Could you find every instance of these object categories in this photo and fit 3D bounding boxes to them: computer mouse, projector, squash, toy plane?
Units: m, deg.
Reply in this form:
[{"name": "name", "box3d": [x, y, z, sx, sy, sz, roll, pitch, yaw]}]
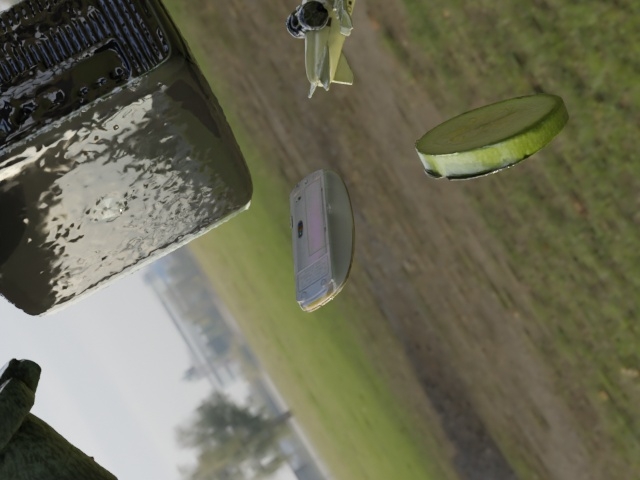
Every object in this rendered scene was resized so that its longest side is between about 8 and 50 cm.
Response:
[{"name": "computer mouse", "box3d": [0.001, 0.000, 1.766, 0.045, 0.102, 0.199, 19, -129, -35]}, {"name": "projector", "box3d": [-0.331, -0.133, 1.805, 0.242, 0.395, 0.405, 61, 179, 28]}, {"name": "squash", "box3d": [0.239, -0.154, 1.892, 0.041, 0.219, 0.219, 67, 172, -21]}, {"name": "toy plane", "box3d": [0.009, -0.308, 1.722, 0.229, 0.092, 0.244, -179, 92, -78]}]

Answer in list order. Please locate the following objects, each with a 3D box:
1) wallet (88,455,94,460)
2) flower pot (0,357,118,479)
[{"name": "wallet", "box3d": [-0.462, 0.372, 2.028, 0.025, 0.232, 0.119, 86, -174, -47]}, {"name": "flower pot", "box3d": [-0.427, 0.296, 1.706, 0.283, 0.299, 0.299, 39, 178, -9]}]
